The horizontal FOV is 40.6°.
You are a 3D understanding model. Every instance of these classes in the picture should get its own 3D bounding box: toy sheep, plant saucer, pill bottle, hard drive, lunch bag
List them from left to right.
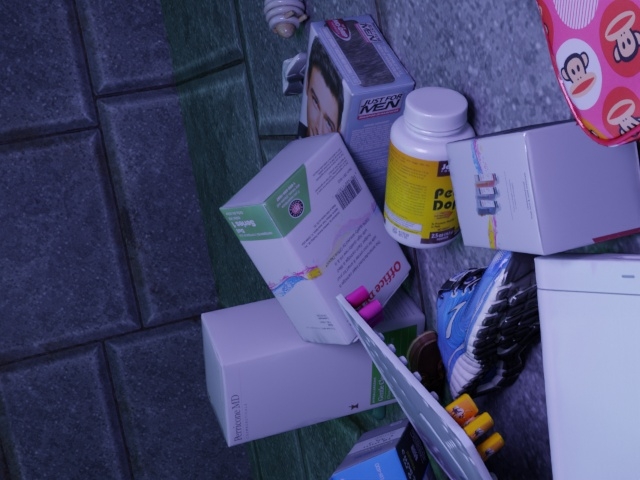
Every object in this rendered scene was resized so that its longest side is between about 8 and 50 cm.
[{"bbox_3d":[-0.070,-0.461,1.709,0.091,0.091,0.132,135,134,-69],"label":"toy sheep"},{"bbox_3d":[0.103,0.322,1.821,0.119,0.021,0.119,168,90,-72],"label":"plant saucer"},{"bbox_3d":[0.152,-0.102,1.214,0.117,0.117,0.215,-122,26,-47],"label":"pill bottle"},{"bbox_3d":[0.327,0.190,0.851,0.233,0.047,0.353,0,98,53],"label":"hard drive"},{"bbox_3d":[0.298,-0.200,0.696,0.293,0.120,0.258,142,114,-70],"label":"lunch bag"}]

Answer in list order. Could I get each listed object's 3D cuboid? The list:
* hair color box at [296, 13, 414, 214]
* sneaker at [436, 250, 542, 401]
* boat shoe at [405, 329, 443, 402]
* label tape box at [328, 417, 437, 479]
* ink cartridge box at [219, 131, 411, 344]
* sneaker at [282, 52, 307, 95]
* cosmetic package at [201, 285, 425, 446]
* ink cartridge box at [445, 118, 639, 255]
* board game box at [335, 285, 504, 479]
[{"bbox_3d":[0.045,-0.178,1.499,0.374,0.114,0.185,100,151,-49],"label":"hair color box"},{"bbox_3d":[0.212,0.088,1.149,0.330,0.130,0.147,103,147,-54],"label":"sneaker"},{"bbox_3d":[0.182,0.217,1.446,0.060,0.064,0.178,55,159,39],"label":"boat shoe"},{"bbox_3d":[0.121,0.437,1.350,0.334,0.106,0.240,-6,-105,-77],"label":"label tape box"},{"bbox_3d":[0.000,0.000,1.384,0.117,0.201,0.278,-4,124,46],"label":"ink cartridge box"},{"bbox_3d":[-0.057,-0.355,1.786,0.152,0.054,0.061,131,127,-69],"label":"sneaker"},{"bbox_3d":[-0.015,0.205,1.533,0.155,0.366,0.196,-126,28,-51],"label":"cosmetic package"},{"bbox_3d":[0.238,-0.062,0.937,0.176,0.128,0.127,-168,66,-72],"label":"ink cartridge box"},{"bbox_3d":[0.192,0.283,1.236,0.390,0.050,0.390,59,173,-31],"label":"board game box"}]
